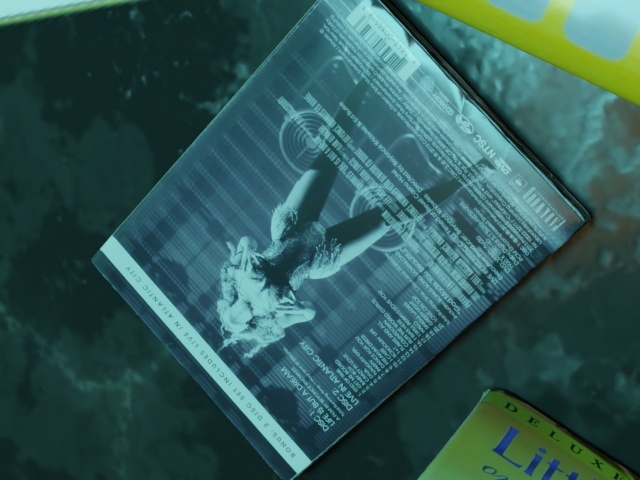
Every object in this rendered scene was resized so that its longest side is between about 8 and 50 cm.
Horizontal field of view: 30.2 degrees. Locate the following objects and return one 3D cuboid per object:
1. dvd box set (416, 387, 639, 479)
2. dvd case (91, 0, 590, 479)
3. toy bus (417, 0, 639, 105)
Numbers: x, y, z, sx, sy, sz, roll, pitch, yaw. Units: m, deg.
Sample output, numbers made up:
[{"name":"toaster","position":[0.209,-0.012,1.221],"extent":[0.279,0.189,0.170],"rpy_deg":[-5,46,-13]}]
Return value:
[{"name":"dvd box set","position":[0.107,0.227,0.383],"extent":[0.307,0.420,0.062],"rpy_deg":[33,117,13]},{"name":"dvd case","position":[0.000,0.000,0.600],"extent":[0.164,0.018,0.221],"rpy_deg":[48,116,6]},{"name":"toy bus","position":[0.074,-0.159,0.477],"extent":[0.332,0.108,0.130],"rpy_deg":[29,115,15]}]
